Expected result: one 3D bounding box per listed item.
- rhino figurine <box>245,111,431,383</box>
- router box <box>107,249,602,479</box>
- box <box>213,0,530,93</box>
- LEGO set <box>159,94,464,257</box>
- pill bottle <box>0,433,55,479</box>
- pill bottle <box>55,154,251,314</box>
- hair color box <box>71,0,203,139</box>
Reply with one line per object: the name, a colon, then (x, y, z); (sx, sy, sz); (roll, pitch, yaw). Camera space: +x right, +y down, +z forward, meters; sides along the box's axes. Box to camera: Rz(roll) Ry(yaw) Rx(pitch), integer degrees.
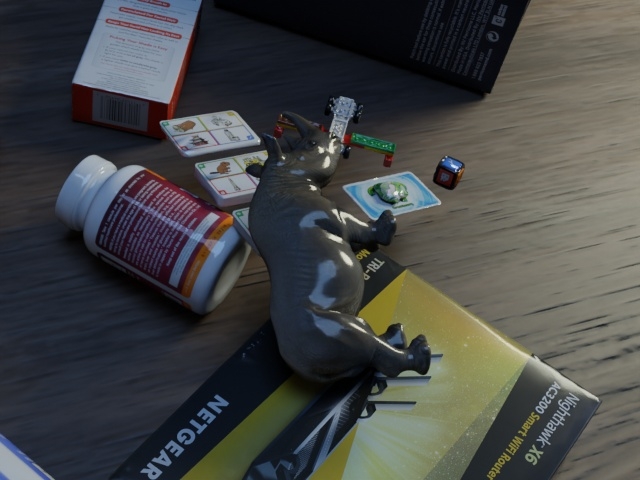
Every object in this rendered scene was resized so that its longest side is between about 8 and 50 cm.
rhino figurine: (0.000, 0.000, 0.913); (0.106, 0.073, 0.243); (-6, 63, -18)
router box: (0.030, 0.166, 0.901); (0.243, 0.081, 0.309); (34, 51, 15)
box: (0.091, -0.371, 1.299); (0.312, 0.179, 0.343); (20, 49, 2)
LEGO set: (0.003, -0.057, 1.063); (0.244, 0.060, 0.182); (-14, 46, -32)
pill bottle: (-0.218, 0.210, 0.759); (0.272, 0.152, 0.152); (37, 52, 17)
pill bottle: (-0.139, -0.009, 1.002); (0.152, 0.086, 0.086); (29, 50, 10)
hair color box: (-0.173, -0.179, 1.158); (0.093, 0.053, 0.167); (12, 51, -2)
